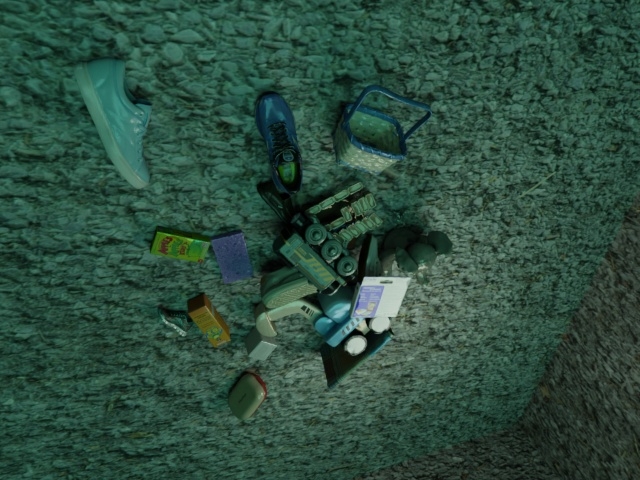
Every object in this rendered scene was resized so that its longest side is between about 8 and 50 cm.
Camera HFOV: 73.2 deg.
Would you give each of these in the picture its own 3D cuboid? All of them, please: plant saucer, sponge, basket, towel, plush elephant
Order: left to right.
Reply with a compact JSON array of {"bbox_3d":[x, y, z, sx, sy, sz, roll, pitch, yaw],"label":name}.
[{"bbox_3d":[-0.326,0.062,1.602,0.117,0.031,0.210,-16,127,-12],"label":"sponge"},{"bbox_3d":[0.039,-0.049,1.674,0.278,0.041,0.278,-11,127,-15],"label":"plant saucer"},{"bbox_3d":[0.152,0.463,1.937,0.370,0.271,0.040,-42,113,10],"label":"towel"},{"bbox_3d":[0.178,-0.359,1.391,0.254,0.201,0.289,11,149,-30],"label":"basket"},{"bbox_3d":[0.382,0.066,1.759,0.272,0.255,0.330,-19,128,-10],"label":"plush elephant"}]

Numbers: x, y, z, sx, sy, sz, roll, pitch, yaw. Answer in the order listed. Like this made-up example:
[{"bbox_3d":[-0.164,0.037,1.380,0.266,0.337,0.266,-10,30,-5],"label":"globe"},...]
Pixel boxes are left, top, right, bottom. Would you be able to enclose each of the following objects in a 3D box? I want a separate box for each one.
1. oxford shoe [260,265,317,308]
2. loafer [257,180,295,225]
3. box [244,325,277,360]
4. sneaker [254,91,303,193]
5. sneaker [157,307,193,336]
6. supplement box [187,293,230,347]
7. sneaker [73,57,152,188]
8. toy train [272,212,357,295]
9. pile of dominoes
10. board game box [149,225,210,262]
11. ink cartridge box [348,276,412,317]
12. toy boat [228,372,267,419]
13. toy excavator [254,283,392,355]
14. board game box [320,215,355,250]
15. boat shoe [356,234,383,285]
[{"bbox_3d":[-0.044,0.136,1.711,0.449,0.130,0.169,-16,148,-30],"label":"oxford shoe"},{"bbox_3d":[-0.130,-0.125,1.522,0.078,0.080,0.220,-38,129,6],"label":"loafer"},{"bbox_3d":[-0.258,0.439,1.849,0.087,0.101,0.102,29,108,-35],"label":"box"},{"bbox_3d":[-0.112,-0.297,1.355,0.130,0.147,0.330,-20,116,-10],"label":"sneaker"},{"bbox_3d":[-0.557,0.299,1.663,0.076,0.065,0.166,-44,133,-10],"label":"sneaker"},{"bbox_3d":[-0.439,0.320,1.707,0.078,0.080,0.233,-25,131,-2],"label":"supplement box"},{"bbox_3d":[-0.525,-0.314,1.190,0.150,0.135,0.366,-17,129,-7],"label":"sneaker"},{"bbox_3d":[-0.015,0.055,1.541,0.190,0.142,0.334,-43,116,4],"label":"toy train"},{"bbox_3d":[0.089,-0.093,1.607,0.251,0.040,0.196,-28,115,1],"label":"pile of dominoes"},{"bbox_3d":[-0.486,0.016,1.494,0.181,0.043,0.092,13,117,-30],"label":"board game box"},{"bbox_3d":[0.229,0.210,1.674,0.206,0.045,0.208,2,123,-19],"label":"ink cartridge box"},{"bbox_3d":[-0.323,0.723,2.018,0.231,0.151,0.151,-54,155,17],"label":"toy boat"},{"bbox_3d":[0.005,0.302,1.825,0.433,0.222,0.445,-45,115,9],"label":"toy excavator"},{"bbox_3d":[0.000,0.000,1.649,0.281,0.027,0.145,-12,128,-14],"label":"board game box"},{"bbox_3d":[0.209,0.116,1.757,0.096,0.098,0.277,10,83,-13],"label":"boat shoe"}]
